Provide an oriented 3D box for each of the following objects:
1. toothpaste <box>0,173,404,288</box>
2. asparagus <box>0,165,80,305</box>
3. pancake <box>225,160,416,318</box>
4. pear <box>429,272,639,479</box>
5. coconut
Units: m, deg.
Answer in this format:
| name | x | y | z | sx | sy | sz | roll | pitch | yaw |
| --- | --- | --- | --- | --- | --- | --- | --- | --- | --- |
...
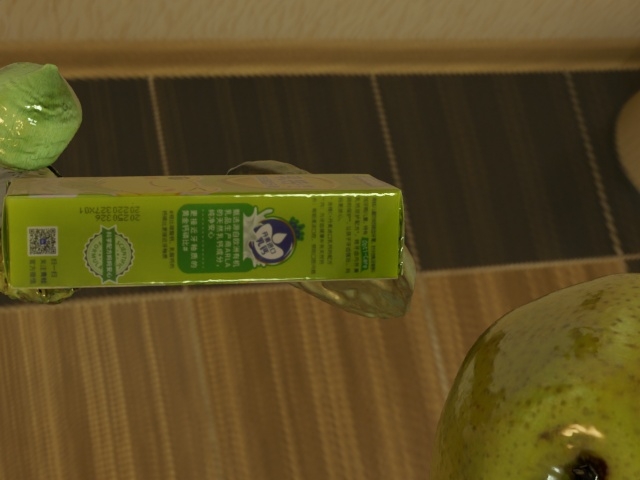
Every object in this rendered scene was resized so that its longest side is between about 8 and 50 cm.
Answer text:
| name | x | y | z | sx | sy | sz | roll | pitch | yaw |
| --- | --- | --- | --- | --- | --- | --- | --- | --- | --- |
| toothpaste | -0.099 | -0.010 | 1.074 | 0.327 | 0.110 | 0.077 | -1 | 99 | -11 |
| asparagus | -0.317 | -0.003 | 1.373 | 0.128 | 0.382 | 0.108 | -5 | 107 | -12 |
| pancake | 0.000 | 0.000 | 1.645 | 0.294 | 0.294 | 0.049 | 36 | 64 | -3 |
| pear | 0.206 | 0.166 | 0.908 | 0.294 | 0.294 | 0.294 | 8 | 66 | -18 |
| coconut | -0.235 | -0.103 | 1.048 | 0.087 | 0.096 | 0.088 | 25 | 24 | -12 |
